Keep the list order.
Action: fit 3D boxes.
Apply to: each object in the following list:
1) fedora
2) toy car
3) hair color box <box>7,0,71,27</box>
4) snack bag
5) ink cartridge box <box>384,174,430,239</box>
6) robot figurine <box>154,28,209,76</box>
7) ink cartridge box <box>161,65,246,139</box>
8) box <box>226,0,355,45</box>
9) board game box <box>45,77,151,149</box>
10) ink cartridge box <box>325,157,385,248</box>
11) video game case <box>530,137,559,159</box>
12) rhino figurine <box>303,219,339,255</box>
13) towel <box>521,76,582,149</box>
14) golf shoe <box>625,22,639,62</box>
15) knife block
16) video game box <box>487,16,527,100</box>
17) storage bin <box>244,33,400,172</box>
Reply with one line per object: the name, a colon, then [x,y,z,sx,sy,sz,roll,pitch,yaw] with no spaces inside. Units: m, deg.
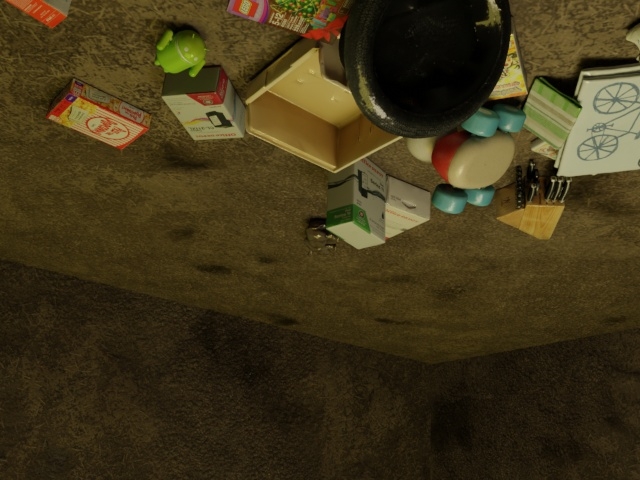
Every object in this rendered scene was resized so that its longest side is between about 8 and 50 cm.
fedora: [0.152,-0.331,1.062,0.334,0.334,0.152,25,-175,-39]
toy car: [0.279,-0.216,1.400,0.210,0.238,0.219,-15,132,-43]
hair color box: [-0.459,-0.411,0.967,0.053,0.093,0.167,-14,151,40]
snack bag: [0.677,-0.247,1.311,0.343,0.037,0.323,-4,149,9]
ink cartridge box: [0.179,-0.085,1.798,0.159,0.092,0.218,18,156,-28]
robot figurine: [-0.271,-0.367,1.247,0.115,0.067,0.101,-11,147,34]
ink cartridge box: [-0.249,-0.296,1.406,0.128,0.072,0.175,-1,156,14]
box: [-0.017,-0.443,1.015,0.201,0.057,0.293,13,156,-17]
board game box: [-0.521,-0.293,1.512,0.194,0.045,0.147,22,153,-36]
ink cartridge box: [0.092,-0.104,1.622,0.087,0.208,0.153,-15,151,34]
video game case: [0.629,-0.226,1.438,0.206,0.026,0.227,16,156,-23]
rhino figurine: [0.000,0.000,2.073,0.106,0.073,0.243,3,159,-3]
towel: [0.473,-0.261,1.324,0.113,0.023,0.152,41,163,18]
golf shoe: [0.611,-0.329,1.138,0.176,0.069,0.086,40,157,-27]
knife block: [0.588,-0.107,1.654,0.276,0.088,0.242,21,154,-31]
video game box: [0.281,-0.332,1.235,0.205,0.048,0.187,-5,158,25]
storage bin: [0.017,-0.279,1.321,0.260,0.123,0.262,20,154,-33]
